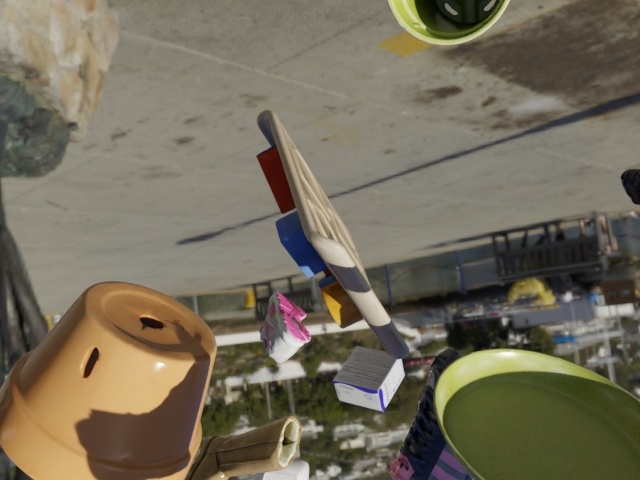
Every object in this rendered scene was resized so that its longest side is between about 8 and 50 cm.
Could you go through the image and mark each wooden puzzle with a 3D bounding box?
[{"bbox_3d":[0.000,0.000,1.094,0.080,0.348,0.322,-30,135,4],"label":"wooden puzzle"}]

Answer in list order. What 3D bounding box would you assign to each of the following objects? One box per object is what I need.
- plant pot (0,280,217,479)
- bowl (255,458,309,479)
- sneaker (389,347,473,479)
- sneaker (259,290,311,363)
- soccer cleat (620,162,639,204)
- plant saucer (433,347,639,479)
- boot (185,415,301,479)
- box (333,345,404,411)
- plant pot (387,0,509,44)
[{"bbox_3d":[-0.280,0.193,0.971,0.291,0.203,0.291,26,-166,-7],"label":"plant pot"},{"bbox_3d":[-0.105,0.646,1.814,0.142,0.142,0.053,9,-168,4],"label":"bowl"},{"bbox_3d":[0.165,0.300,0.996,0.131,0.319,0.112,-17,-147,-17],"label":"sneaker"},{"bbox_3d":[-0.102,0.211,1.686,0.111,0.103,0.252,-49,-165,10],"label":"sneaker"},{"bbox_3d":[0.675,-0.115,1.214,0.116,0.108,0.318,-31,-169,-8],"label":"soccer cleat"},{"bbox_3d":[0.221,0.191,0.653,0.241,0.037,0.241,9,-153,-5],"label":"plant saucer"},{"bbox_3d":[-0.188,0.529,1.586,0.269,0.236,0.089,-21,128,32],"label":"boot"},{"bbox_3d":[0.121,0.339,1.696,0.126,0.072,0.137,7,-145,31],"label":"box"},{"bbox_3d":[0.311,-0.581,1.537,0.276,0.276,0.254,-10,-169,24],"label":"plant pot"}]
